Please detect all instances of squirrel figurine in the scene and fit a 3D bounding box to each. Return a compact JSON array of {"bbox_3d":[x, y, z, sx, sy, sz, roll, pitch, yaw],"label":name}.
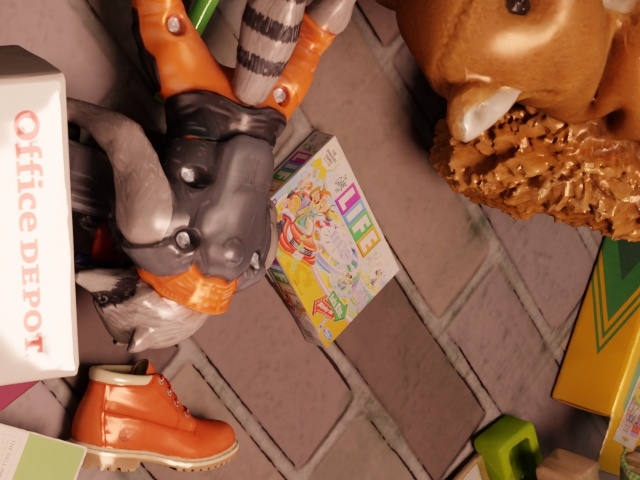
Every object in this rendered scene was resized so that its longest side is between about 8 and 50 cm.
[{"bbox_3d":[0.224,-0.132,1.339,0.370,0.281,0.397,-7,142,-25],"label":"squirrel figurine"}]

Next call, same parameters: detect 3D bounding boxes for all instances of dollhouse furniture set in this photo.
[{"bbox_3d":[0.263,0.310,1.553,0.151,0.301,0.198,-41,129,-31],"label":"dollhouse furniture set"}]

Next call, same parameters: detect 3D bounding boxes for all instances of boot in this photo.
[{"bbox_3d":[-0.123,0.136,1.312,0.158,0.059,0.085,9,91,-43],"label":"boot"}]

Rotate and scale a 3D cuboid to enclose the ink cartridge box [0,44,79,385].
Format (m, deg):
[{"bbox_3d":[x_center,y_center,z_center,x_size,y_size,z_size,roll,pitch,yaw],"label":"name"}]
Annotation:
[{"bbox_3d":[-0.293,-0.007,1.018,0.272,0.115,0.198,-7,107,-24],"label":"ink cartridge box"}]

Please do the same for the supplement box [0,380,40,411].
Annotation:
[{"bbox_3d":[-0.237,0.082,1.167,0.055,0.083,0.043,-39,126,-31],"label":"supplement box"}]

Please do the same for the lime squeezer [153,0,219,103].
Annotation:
[{"bbox_3d":[-0.040,-0.242,1.299,0.310,0.059,0.110,-48,162,-24],"label":"lime squeezer"}]

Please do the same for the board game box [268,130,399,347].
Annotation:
[{"bbox_3d":[0.000,0.000,1.409,0.103,0.026,0.154,-46,129,-25],"label":"board game box"}]

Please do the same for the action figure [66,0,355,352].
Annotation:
[{"bbox_3d":[-0.113,-0.079,1.170,0.341,0.178,0.330,6,99,-40],"label":"action figure"}]

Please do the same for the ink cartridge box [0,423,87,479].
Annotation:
[{"bbox_3d":[-0.291,0.190,1.167,0.235,0.056,0.171,25,85,-48],"label":"ink cartridge box"}]

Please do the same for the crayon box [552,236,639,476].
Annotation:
[{"bbox_3d":[0.358,0.089,1.736,0.203,0.083,0.323,22,86,-45],"label":"crayon box"}]
